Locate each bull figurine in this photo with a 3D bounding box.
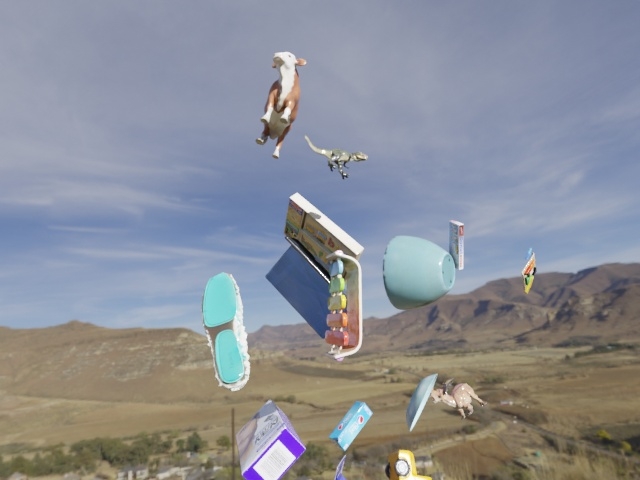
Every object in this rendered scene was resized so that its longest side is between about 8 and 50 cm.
[{"bbox_3d":[-0.119,-0.389,1.182,0.101,0.189,0.310,17,-25,-2],"label":"bull figurine"}]

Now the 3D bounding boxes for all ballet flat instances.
[{"bbox_3d":[-0.323,0.315,1.383,0.146,0.410,0.147,-11,-30,-6],"label":"ballet flat"}]

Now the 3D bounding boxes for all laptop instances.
[{"bbox_3d":[-0.052,0.206,1.589,0.236,0.382,0.408,-45,-5,1],"label":"laptop"}]

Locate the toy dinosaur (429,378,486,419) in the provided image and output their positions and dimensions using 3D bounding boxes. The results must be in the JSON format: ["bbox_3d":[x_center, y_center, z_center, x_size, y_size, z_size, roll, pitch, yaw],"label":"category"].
[{"bbox_3d":[0.709,0.784,2.059,0.295,0.200,0.127,-2,-43,-40],"label":"toy dinosaur"}]

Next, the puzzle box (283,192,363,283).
[{"bbox_3d":[0.000,0.000,1.847,0.052,0.408,0.272,-37,-22,-33],"label":"puzzle box"}]

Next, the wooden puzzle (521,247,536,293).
[{"bbox_3d":[0.509,0.077,0.983,0.014,0.079,0.116,17,-23,42],"label":"wooden puzzle"}]

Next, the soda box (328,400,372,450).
[{"bbox_3d":[0.137,0.827,1.810,0.210,0.067,0.071,-41,8,-31],"label":"soda box"}]

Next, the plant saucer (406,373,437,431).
[{"bbox_3d":[0.310,0.499,1.269,0.037,0.195,0.195,25,-2,25],"label":"plant saucer"}]

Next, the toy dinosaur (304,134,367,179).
[{"bbox_3d":[0.059,-0.294,1.462,0.267,0.118,0.064,9,-31,-33],"label":"toy dinosaur"}]

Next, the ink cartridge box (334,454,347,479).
[{"bbox_3d":[0.041,0.839,1.161,0.069,0.372,0.176,9,-15,14],"label":"ink cartridge box"}]

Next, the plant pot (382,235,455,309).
[{"bbox_3d":[0.391,0.118,1.529,0.195,0.291,0.290,-6,-12,39],"label":"plant pot"}]

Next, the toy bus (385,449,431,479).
[{"bbox_3d":[0.282,0.852,1.266,0.130,0.333,0.108,11,-37,-7],"label":"toy bus"}]

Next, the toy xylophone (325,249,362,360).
[{"bbox_3d":[0.059,0.200,1.229,0.081,0.324,0.236,3,-19,-14],"label":"toy xylophone"}]

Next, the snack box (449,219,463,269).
[{"bbox_3d":[0.508,0.017,1.515,0.022,0.179,0.064,-12,21,-14],"label":"snack box"}]

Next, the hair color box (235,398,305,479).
[{"bbox_3d":[-0.182,0.686,1.379,0.185,0.110,0.339,-43,4,-16],"label":"hair color box"}]
